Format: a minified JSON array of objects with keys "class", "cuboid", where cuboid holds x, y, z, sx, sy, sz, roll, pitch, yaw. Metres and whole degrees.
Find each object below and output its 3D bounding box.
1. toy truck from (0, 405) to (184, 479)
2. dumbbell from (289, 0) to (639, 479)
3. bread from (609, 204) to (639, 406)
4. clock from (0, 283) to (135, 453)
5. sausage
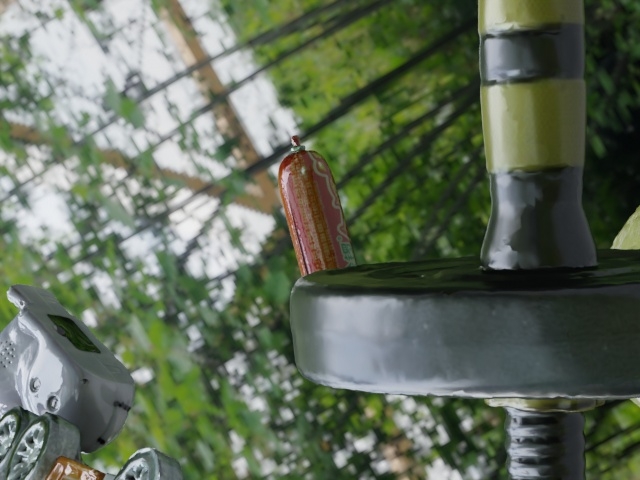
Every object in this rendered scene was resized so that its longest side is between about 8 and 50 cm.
[{"class":"toy truck","cuboid":[-0.159,0.260,0.996,0.173,0.207,0.387,32,164,-26]},{"class":"dumbbell","cuboid":[0.060,-0.051,0.379,0.143,0.143,0.325,-30,-62,-86]},{"class":"bread","cuboid":[0.373,0.076,1.069,0.320,0.237,0.320,39,-175,-4]},{"class":"clock","cuboid":[-0.246,0.134,1.209,0.176,0.117,0.080,41,-167,32]},{"class":"sausage","cuboid":[0.000,0.000,1.643,0.083,0.083,0.264,-15,-90,-86]}]
